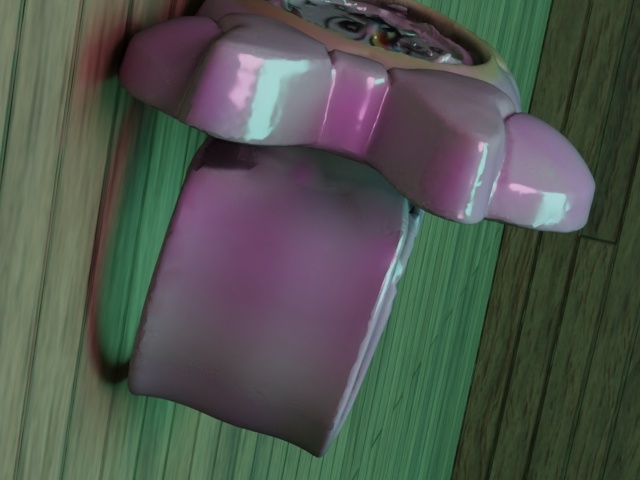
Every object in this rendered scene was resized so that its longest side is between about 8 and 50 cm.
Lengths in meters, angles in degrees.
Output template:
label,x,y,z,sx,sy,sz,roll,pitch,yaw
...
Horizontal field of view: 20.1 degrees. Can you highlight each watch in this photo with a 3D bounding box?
label,x,y,z,sx,sy,sz,roll,pitch,yaw
watch,0.000,0.000,0.847,0.248,0.211,0.217,-74,-177,-70
